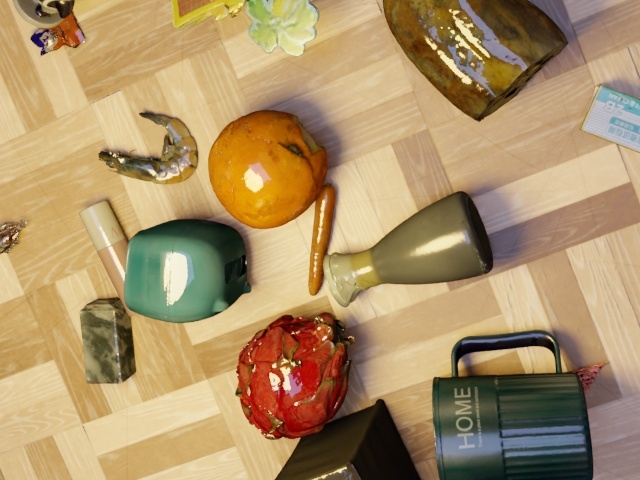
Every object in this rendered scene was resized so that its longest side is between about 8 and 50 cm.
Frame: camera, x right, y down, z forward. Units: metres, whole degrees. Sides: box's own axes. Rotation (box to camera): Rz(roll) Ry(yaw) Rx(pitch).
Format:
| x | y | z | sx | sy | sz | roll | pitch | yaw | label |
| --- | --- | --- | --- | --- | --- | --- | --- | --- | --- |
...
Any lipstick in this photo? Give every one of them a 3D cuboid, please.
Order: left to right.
| x | y | z | sx | sy | sz | roll | pitch | yaw | label |
| --- | --- | --- | --- | --- | --- | --- | --- | --- | --- |
| -0.447 | 0.040 | 1.935 | 0.070 | 0.070 | 0.254 | -24 | 94 | 13 | lipstick |

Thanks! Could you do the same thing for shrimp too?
| x | y | z | sx | sy | sz | roll | pitch | yaw | label |
| --- | --- | --- | --- | --- | --- | --- | --- | --- | --- |
| -0.720 | -0.003 | 1.988 | 0.165 | 0.065 | 0.056 | -31 | 124 | 9 | shrimp |
| -0.372 | -0.200 | 1.898 | 0.217 | 0.051 | 0.150 | 7 | 97 | 2 | shrimp |

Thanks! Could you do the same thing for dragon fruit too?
| x | y | z | sx | sy | sz | roll | pitch | yaw | label |
| --- | --- | --- | --- | --- | --- | --- | --- | --- | --- |
| -0.055 | 0.275 | 1.811 | 0.244 | 0.244 | 0.299 | 33 | 112 | 4 | dragon fruit |

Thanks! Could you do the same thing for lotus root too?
| x | y | z | sx | sy | sz | roll | pitch | yaw | label |
| --- | --- | --- | --- | --- | --- | --- | --- | --- | --- |
| 0.269 | -0.412 | 1.646 | 0.250 | 0.250 | 0.346 | -42 | 90 | 14 | lotus root |

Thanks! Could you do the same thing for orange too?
| x | y | z | sx | sy | sz | roll | pitch | yaw | label |
| --- | --- | --- | --- | --- | --- | --- | --- | --- | --- |
| -0.106 | -0.145 | 1.757 | 0.240 | 0.240 | 0.240 | 2 | 99 | 10 | orange |

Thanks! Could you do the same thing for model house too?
| x | y | z | sx | sy | sz | roll | pitch | yaw | label |
| --- | --- | --- | --- | --- | --- | --- | --- | --- | --- |
| -0.132 | -0.517 | 1.702 | 0.358 | 0.242 | 0.313 | 33 | 119 | 2 | model house |

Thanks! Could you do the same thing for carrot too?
| x | y | z | sx | sy | sz | roll | pitch | yaw | label |
| --- | --- | --- | --- | --- | --- | --- | --- | --- | --- |
| 0.000 | 0.000 | 1.861 | 0.043 | 0.043 | 0.248 | 9 | 103 | 9 | carrot |

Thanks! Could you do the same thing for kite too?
| x | y | z | sx | sy | sz | roll | pitch | yaw | label |
| --- | --- | --- | --- | --- | --- | --- | --- | --- | --- |
| 0.493 | 0.322 | 1.834 | 0.125 | 0.008 | 0.222 | 25 | 103 | 6 | kite |

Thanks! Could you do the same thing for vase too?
| x | y | z | sx | sy | sz | roll | pitch | yaw | label |
| --- | --- | --- | --- | --- | --- | --- | --- | --- | --- |
| 0.172 | 0.031 | 1.774 | 0.321 | 0.173 | 0.173 | -20 | 95 | 18 | vase |

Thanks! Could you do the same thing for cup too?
| x | y | z | sx | sy | sz | roll | pitch | yaw | label |
| --- | --- | --- | --- | --- | --- | --- | --- | --- | --- |
| 0.384 | 0.364 | 1.767 | 0.292 | 0.308 | 0.242 | -6 | 129 | 13 | cup |

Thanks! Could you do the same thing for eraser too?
| x | y | z | sx | sy | sz | roll | pitch | yaw | label |
| --- | --- | --- | --- | --- | --- | --- | --- | --- | --- |
| 0.627 | -0.219 | 1.701 | 0.225 | 0.052 | 0.095 | 22 | 101 | 6 | eraser |

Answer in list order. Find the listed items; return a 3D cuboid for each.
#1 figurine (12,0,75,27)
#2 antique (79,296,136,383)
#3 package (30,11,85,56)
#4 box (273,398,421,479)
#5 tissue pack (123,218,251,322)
| x | y | z | sx | sy | sz | roll | pitch | yaw | label |
| --- | --- | --- | --- | --- | --- | --- | --- | --- | --- |
| -0.533 | -0.547 | 1.777 | 0.236 | 0.133 | 0.176 | -20 | 97 | 50 | figurine |
| -0.476 | 0.221 | 1.961 | 0.086 | 0.088 | 0.183 | -2 | 98 | 11 | antique |
| -0.571 | -0.442 | 1.903 | 0.111 | 0.033 | 0.077 | -28 | 71 | -3 | package |
| 0.064 | 0.521 | 1.779 | 0.204 | 0.345 | 0.251 | -26 | 92 | 16 | box |
| -0.258 | 0.058 | 1.791 | 0.206 | 0.287 | 0.198 | 5 | 97 | 9 | tissue pack |
